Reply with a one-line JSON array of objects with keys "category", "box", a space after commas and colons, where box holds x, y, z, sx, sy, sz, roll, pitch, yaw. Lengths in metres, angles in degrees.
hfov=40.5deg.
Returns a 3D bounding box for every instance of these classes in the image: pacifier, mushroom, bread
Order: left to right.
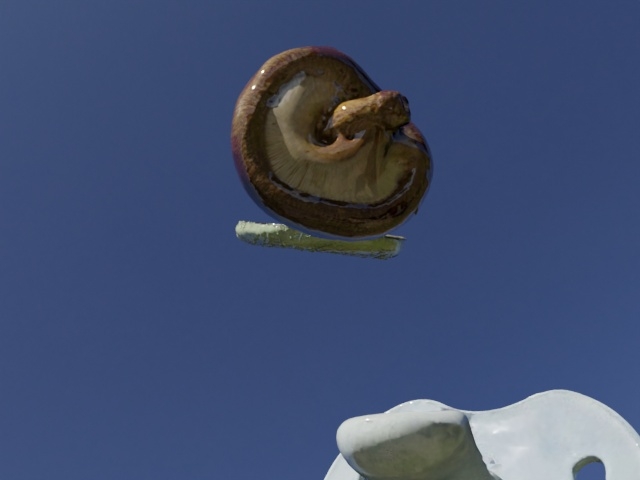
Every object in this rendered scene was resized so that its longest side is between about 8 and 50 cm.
[{"category": "bread", "box": [0.000, 0.000, 1.343, 0.267, 0.267, 0.040, 6, -91, -26]}, {"category": "mushroom", "box": [0.008, -0.097, 0.949, 0.194, 0.231, 0.138, -34, -9, 0]}, {"category": "pacifier", "box": [0.091, 0.185, 0.626, 0.279, 0.227, 0.207, -11, -50, 30]}]
